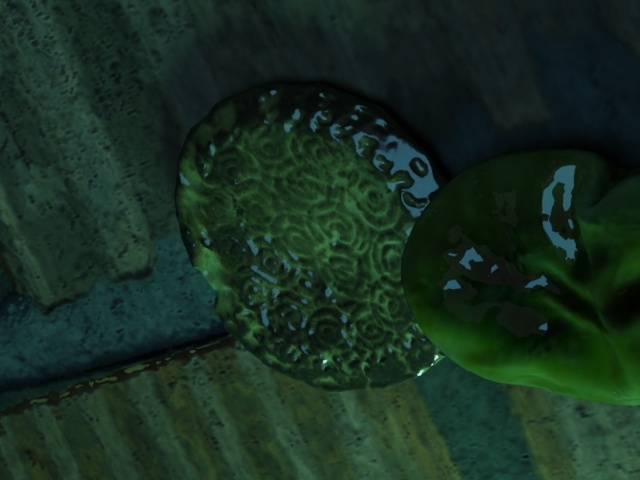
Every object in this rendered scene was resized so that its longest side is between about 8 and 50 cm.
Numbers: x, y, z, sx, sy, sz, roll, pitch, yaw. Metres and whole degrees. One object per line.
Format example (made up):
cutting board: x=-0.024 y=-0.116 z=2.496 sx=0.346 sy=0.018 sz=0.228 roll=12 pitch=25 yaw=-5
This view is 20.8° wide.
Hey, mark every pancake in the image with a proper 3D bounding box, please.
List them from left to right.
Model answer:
pancake: x=-0.001 y=0.001 z=0.993 sx=0.199 sy=0.021 sz=0.199 roll=14 pitch=118 yaw=28

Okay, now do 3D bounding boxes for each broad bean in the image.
broad bean: x=0.141 y=0.020 z=0.886 sx=0.207 sy=0.072 sz=0.153 roll=-15 pitch=103 yaw=44
